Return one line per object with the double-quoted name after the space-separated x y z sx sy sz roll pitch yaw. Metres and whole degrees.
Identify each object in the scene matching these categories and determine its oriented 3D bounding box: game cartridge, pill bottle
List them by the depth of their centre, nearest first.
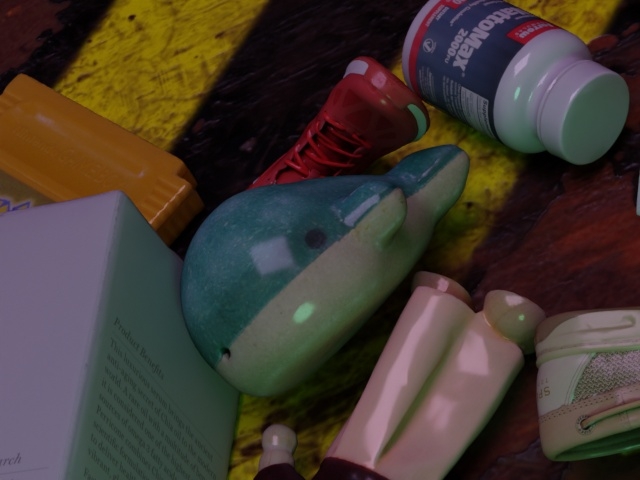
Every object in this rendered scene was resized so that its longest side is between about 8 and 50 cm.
0.163 -0.134 1.644 0.108 0.108 0.180 -47 48 -13 "pill bottle"
-0.293 0.013 1.806 0.285 0.053 0.324 28 72 40 "game cartridge"

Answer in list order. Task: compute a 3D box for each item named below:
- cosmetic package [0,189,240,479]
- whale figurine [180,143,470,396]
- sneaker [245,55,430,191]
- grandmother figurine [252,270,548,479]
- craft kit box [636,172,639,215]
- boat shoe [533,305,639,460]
-0.198 0.215 1.472 0.161 0.230 0.453 -9 50 22 "cosmetic package"
0.000 0.000 1.559 0.141 0.216 0.272 45 56 7 "whale figurine"
0.011 -0.064 1.623 0.087 0.221 0.128 40 75 2 "sneaker"
0.032 0.181 1.471 0.207 0.104 0.342 7 55 42 "grandmother figurine"
0.393 -0.038 1.395 0.246 0.061 0.250 26 34 37 "craft kit box"
0.319 0.101 1.379 0.341 0.121 0.110 -6 70 20 "boat shoe"
